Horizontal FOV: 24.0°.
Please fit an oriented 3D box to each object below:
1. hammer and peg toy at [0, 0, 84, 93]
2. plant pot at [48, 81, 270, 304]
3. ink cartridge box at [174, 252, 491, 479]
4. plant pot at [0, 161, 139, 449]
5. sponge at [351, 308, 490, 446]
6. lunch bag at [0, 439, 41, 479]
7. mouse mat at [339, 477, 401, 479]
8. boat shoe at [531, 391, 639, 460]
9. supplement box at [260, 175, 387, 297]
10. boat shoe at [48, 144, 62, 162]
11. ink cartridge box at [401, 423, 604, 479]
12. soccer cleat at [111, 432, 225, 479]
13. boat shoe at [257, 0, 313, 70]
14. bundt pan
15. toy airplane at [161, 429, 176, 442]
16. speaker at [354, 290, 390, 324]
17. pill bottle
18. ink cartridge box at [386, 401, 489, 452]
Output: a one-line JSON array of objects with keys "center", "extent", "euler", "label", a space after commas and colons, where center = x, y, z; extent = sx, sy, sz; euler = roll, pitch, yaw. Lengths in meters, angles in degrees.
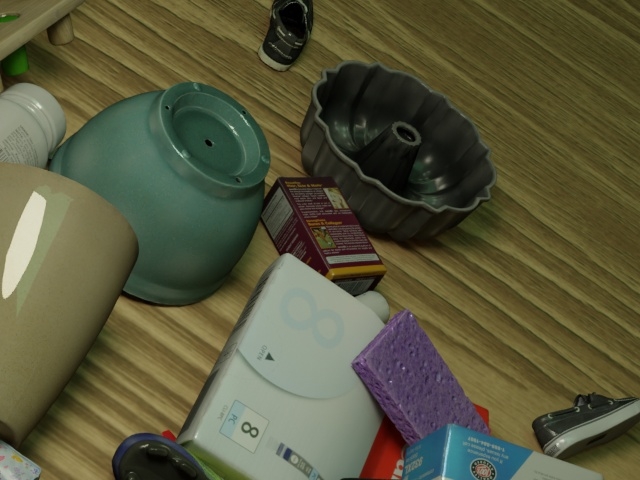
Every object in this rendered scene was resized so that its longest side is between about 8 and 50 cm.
[{"center": [-0.471, -0.319, 2.085], "extent": [0.266, 0.127, 0.361], "euler": [5, 31, 22], "label": "hammer and peg toy"}, {"center": [-0.190, -0.089, 2.023], "extent": [0.293, 0.196, 0.293], "euler": [26, 41, -25], "label": "plant pot"}, {"center": [0.039, 0.241, 1.891], "extent": [0.385, 0.091, 0.308], "euler": [33, 51, -9], "label": "ink cartridge box"}, {"center": [-0.364, 0.095, 1.724], "extent": [0.256, 0.256, 0.274], "euler": [22, 56, -16], "label": "plant pot"}, {"center": [0.132, 0.203, 1.940], "extent": [0.210, 0.031, 0.117], "euler": [55, 45, -12], "label": "sponge"}, {"center": [-0.357, 0.260, 1.661], "extent": [0.083, 0.071, 0.053], "euler": [36, 49, 8], "label": "lunch bag"}, {"center": [0.084, 0.384, 1.837], "extent": [0.153, 0.007, 0.189], "euler": [10, 68, -41], "label": "mouse mat"}, {"center": [0.397, 0.260, 2.222], "extent": [0.228, 0.080, 0.076], "euler": [-16, 61, -36], "label": "boat shoe"}, {"center": [0.000, 0.000, 2.196], "extent": [0.104, 0.081, 0.188], "euler": [-3, 52, -38], "label": "supplement box"}, {"center": [-0.338, -0.088, 2.086], "extent": [0.100, 0.035, 0.035], "euler": [44, 66, 6], "label": "boat shoe"}, {"center": [0.201, 0.405, 1.799], "extent": [0.223, 0.129, 0.307], "euler": [21, 60, -17], "label": "ink cartridge box"}, {"center": [-0.119, 0.320, 1.761], "extent": [0.289, 0.093, 0.121], "euler": [39, -8, -12], "label": "soccer cleat"}, {"center": [-0.045, -0.378, 2.572], "extent": [0.084, 0.079, 0.233], "euler": [26, 37, -9], "label": "boat shoe"}, {"center": [0.107, -0.129, 2.378], "extent": [0.331, 0.124, 0.330], "euler": [20, 41, -18], "label": "bundt pan"}, {"center": [-0.140, 0.261, 1.858], "extent": [0.151, 0.028, 0.151], "euler": [20, 41, -19], "label": "toy airplane"}, {"center": [0.035, 0.113, 2.123], "extent": [0.136, 0.055, 0.055], "euler": [-19, 62, -47], "label": "speaker"}, {"center": [-0.429, -0.111, 1.958], "extent": [0.131, 0.131, 0.229], "euler": [35, 38, 0], "label": "pill bottle"}, {"center": [0.142, 0.241, 2.068], "extent": [0.232, 0.066, 0.189], "euler": [21, 40, -11], "label": "ink cartridge box"}]
